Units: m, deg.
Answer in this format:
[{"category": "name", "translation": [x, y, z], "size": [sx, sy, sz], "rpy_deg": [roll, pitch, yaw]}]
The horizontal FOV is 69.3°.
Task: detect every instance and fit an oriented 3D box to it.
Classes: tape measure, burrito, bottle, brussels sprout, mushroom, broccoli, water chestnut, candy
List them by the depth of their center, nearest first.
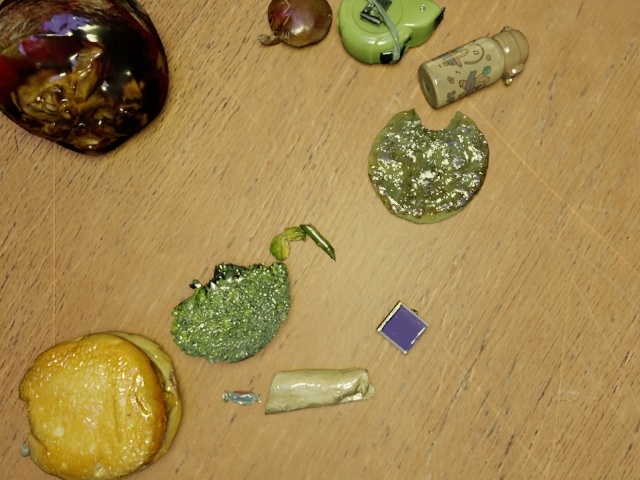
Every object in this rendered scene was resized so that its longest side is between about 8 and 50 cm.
[{"category": "water chestnut", "translation": [-0.456, -0.308, 0.879], "size": [0.335, 0.335, 0.347], "rpy_deg": [-27, 54, 2]}, {"category": "broccoli", "translation": [-0.165, 0.130, 0.907], "size": [0.176, 0.198, 0.226], "rpy_deg": [-5, 53, 36]}, {"category": "bottle", "translation": [0.314, -0.345, 0.933], "size": [0.209, 0.097, 0.110], "rpy_deg": [-23, 97, 2]}, {"category": "burrito", "translation": [-0.005, 0.299, 0.936], "size": [0.226, 0.060, 0.087], "rpy_deg": [-7, 87, 5]}, {"category": "tape measure", "translation": [0.122, -0.453, 0.948], "size": [0.200, 0.106, 0.175], "rpy_deg": [38, 87, 7]}, {"category": "brussels sprout", "translation": [-0.070, 0.002, 0.966], "size": [0.083, 0.046, 0.051], "rpy_deg": [-42, 80, 0]}, {"category": "candy", "translation": [-0.164, 0.330, 0.966], "size": [0.083, 0.020, 0.030], "rpy_deg": [7, 87, 3]}, {"category": "mushroom", "translation": [-0.058, -0.466, 0.977], "size": [0.170, 0.080, 0.135], "rpy_deg": [-35, 75, -2]}]

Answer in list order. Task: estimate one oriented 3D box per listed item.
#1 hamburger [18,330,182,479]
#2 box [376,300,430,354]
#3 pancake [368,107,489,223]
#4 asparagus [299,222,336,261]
[{"category": "hamburger", "translation": [-0.435, 0.329, 0.912], "size": [0.314, 0.170, 0.290], "rpy_deg": [-10, 83, 5]}, {"category": "box", "translation": [0.169, 0.175, 0.943], "size": [0.079, 0.035, 0.083], "rpy_deg": [39, 91, 5]}, {"category": "pancake", "translation": [0.220, -0.155, 0.959], "size": [0.253, 0.037, 0.254], "rpy_deg": [0, 87, 5]}, {"category": "asparagus", "translation": [0.000, 0.001, 0.972], "size": [0.108, 0.025, 0.021], "rpy_deg": [46, 111, 2]}]
